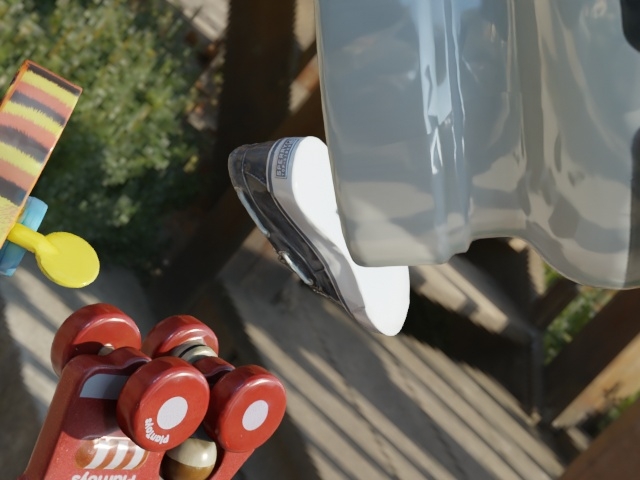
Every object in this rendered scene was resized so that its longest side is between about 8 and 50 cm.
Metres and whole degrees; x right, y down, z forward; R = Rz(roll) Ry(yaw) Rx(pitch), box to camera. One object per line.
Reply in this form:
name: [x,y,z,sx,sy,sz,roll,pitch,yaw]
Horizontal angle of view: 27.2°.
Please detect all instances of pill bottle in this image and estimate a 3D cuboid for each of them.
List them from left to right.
pill bottle: [0.144,-0.067,0.431,0.162,0.278,0.162,-4,90,-83]

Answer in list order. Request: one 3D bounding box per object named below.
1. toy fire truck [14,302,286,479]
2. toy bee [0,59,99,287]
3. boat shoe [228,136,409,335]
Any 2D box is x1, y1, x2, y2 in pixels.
toy fire truck: [-0.192,0.223,1.471,0.169,0.254,0.302,31,12,40]
toy bee: [-0.277,0.011,1.064,0.195,0.298,0.162,8,27,-5]
boat shoe: [0.000,0.000,1.404,0.102,0.108,0.301,1,-32,33]
